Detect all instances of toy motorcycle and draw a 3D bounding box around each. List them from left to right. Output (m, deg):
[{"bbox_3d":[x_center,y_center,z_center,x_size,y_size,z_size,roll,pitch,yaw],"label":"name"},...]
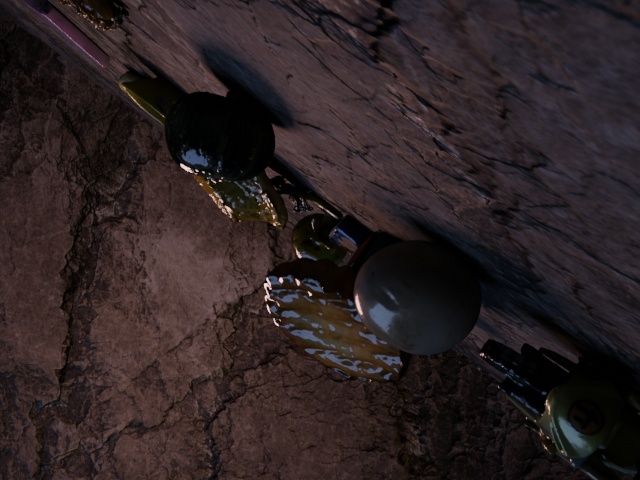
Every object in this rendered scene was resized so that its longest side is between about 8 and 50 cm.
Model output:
[{"bbox_3d":[0.441,0.289,1.071,0.410,0.168,0.237,33,-175,-26],"label":"toy motorcycle"}]

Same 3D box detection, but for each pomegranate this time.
[{"bbox_3d":[-0.008,0.003,1.729,0.156,0.156,0.220,36,-179,10],"label":"pomegranate"}]

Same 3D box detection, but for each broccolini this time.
[{"bbox_3d":[-0.023,-0.083,1.601,0.123,0.062,0.271,32,179,-41],"label":"broccolini"}]

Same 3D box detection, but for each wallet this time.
[{"bbox_3d":[0.117,0.023,1.553,0.202,0.059,0.141,35,170,-1],"label":"wallet"}]

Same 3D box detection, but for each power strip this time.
[{"bbox_3d":[-0.683,-0.568,1.794,0.109,0.037,0.279,36,176,27],"label":"power strip"}]

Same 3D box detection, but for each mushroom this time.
[{"bbox_3d":[0.170,0.084,1.082,0.206,0.209,0.206,24,130,32],"label":"mushroom"}]

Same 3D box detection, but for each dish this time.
[{"bbox_3d":[-0.365,-0.324,1.556,0.208,0.080,0.149,41,173,-33],"label":"dish"}]

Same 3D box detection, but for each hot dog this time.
[{"bbox_3d":[-0.391,-0.396,1.067,0.188,0.055,0.072,37,175,10],"label":"hot dog"}]

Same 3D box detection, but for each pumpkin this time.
[{"bbox_3d":[-0.164,-0.168,1.075,0.190,0.146,0.190,7,170,1],"label":"pumpkin"}]

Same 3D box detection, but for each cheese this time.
[{"bbox_3d":[-0.480,-0.410,1.776,0.127,0.054,0.251,35,177,-19],"label":"cheese"}]

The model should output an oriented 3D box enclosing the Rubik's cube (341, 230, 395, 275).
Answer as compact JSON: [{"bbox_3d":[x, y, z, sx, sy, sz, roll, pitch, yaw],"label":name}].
[{"bbox_3d":[0.120,0.117,1.425,0.183,0.167,0.180,35,151,-1],"label":"Rubik's cube"}]

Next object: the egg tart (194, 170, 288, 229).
[{"bbox_3d":[-0.214,-0.149,1.583,0.341,0.132,0.341,47,172,9],"label":"egg tart"}]

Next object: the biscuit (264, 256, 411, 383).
[{"bbox_3d":[0.038,0.150,1.288,0.326,0.107,0.325,27,147,19],"label":"biscuit"}]

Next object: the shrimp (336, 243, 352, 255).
[{"bbox_3d":[0.108,0.037,1.662,0.162,0.045,0.095,14,-147,-41],"label":"shrimp"}]
